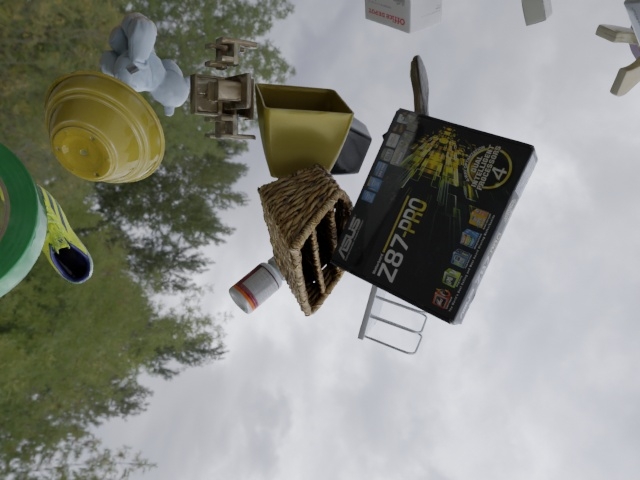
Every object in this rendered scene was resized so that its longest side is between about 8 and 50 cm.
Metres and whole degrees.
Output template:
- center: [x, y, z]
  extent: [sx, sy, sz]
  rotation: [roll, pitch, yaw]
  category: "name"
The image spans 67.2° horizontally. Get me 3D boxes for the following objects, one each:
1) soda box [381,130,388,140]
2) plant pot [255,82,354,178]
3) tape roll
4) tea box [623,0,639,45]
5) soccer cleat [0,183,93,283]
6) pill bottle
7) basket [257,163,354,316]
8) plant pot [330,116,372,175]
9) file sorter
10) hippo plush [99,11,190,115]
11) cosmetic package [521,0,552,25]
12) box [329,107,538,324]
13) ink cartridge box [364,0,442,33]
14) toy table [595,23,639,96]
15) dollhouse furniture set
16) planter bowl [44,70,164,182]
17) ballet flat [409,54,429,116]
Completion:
- center: [0.291, -0.340, 1.678]
  extent: [0.053, 0.168, 0.060]
  rotation: [-32, -114, 40]
  category: "soda box"
- center: [-0.055, -0.267, 1.213]
  extent: [0.212, 0.212, 0.187]
  rotation: [-112, -154, -56]
  category: "plant pot"
- center: [-0.641, -0.036, 0.802]
  extent: [0.077, 0.320, 0.322]
  rotation: [134, -33, -66]
  category: "tape roll"
- center: [0.754, -0.383, 0.804]
  extent: [0.323, 0.329, 0.220]
  rotation: [-47, -152, -5]
  category: "tea box"
- center: [-0.624, -0.023, 1.118]
  extent: [0.093, 0.289, 0.121]
  rotation: [-36, -153, -21]
  category: "soccer cleat"
- center: [-0.218, 0.158, 1.775]
  extent: [0.221, 0.121, 0.121]
  rotation: [-40, -150, -25]
  category: "pill bottle"
- center: [0.000, 0.000, 1.165]
  extent: [0.213, 0.299, 0.223]
  rotation: [-22, -130, -13]
  category: "basket"
- center: [0.060, -0.314, 1.548]
  extent: [0.188, 0.166, 0.188]
  rotation: [-98, -155, -56]
  category: "plant pot"
- center: [0.247, 0.164, 1.432]
  extent: [0.172, 0.193, 0.278]
  rotation: [18, -75, 16]
  category: "file sorter"
- center: [-0.497, -0.524, 1.463]
  extent: [0.234, 0.236, 0.294]
  rotation: [-52, -129, 19]
  category: "hippo plush"
- center: [0.464, -0.500, 1.031]
  extent: [0.041, 0.060, 0.115]
  rotation: [-6, -158, 35]
  category: "cosmetic package"
- center: [0.240, -0.061, 1.064]
  extent: [0.318, 0.097, 0.395]
  rotation: [27, -86, 31]
  category: "box"
- center: [0.215, -0.717, 1.264]
  extent: [0.117, 0.283, 0.207]
  rotation: [-27, -136, -20]
  category: "ink cartridge box"
- center: [0.837, -0.486, 1.189]
  extent: [0.274, 0.160, 0.252]
  rotation: [-126, -151, -56]
  category: "toy table"
- center: [-0.202, -0.354, 1.172]
  extent: [0.242, 0.160, 0.212]
  rotation: [21, -69, 56]
  category: "dollhouse furniture set"
- center: [-0.390, -0.170, 0.833]
  extent: [0.217, 0.217, 0.090]
  rotation: [-38, -154, 31]
  category: "planter bowl"
- center: [0.274, -0.386, 1.351]
  extent: [0.058, 0.084, 0.250]
  rotation: [0, -68, 32]
  category: "ballet flat"
